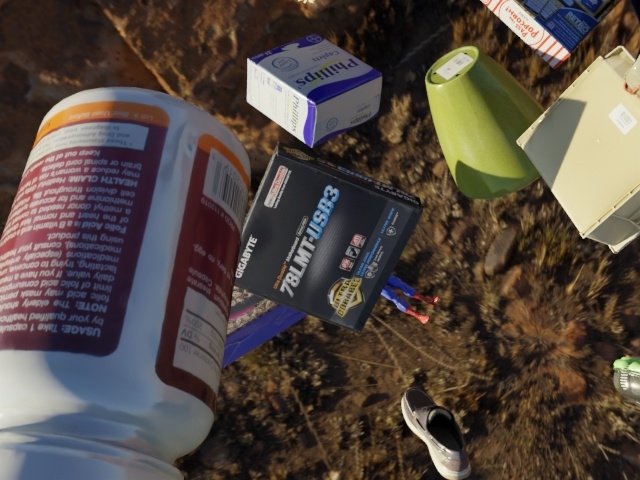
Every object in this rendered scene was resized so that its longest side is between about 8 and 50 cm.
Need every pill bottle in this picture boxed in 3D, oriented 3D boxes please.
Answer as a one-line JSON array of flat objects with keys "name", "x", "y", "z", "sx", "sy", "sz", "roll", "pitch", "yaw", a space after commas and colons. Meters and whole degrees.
[{"name": "pill bottle", "x": -0.197, "y": 0.074, "z": 0.689, "sx": 0.224, "sy": 0.224, "sz": 0.392, "roll": -4, "pitch": 58, "yaw": 16}]

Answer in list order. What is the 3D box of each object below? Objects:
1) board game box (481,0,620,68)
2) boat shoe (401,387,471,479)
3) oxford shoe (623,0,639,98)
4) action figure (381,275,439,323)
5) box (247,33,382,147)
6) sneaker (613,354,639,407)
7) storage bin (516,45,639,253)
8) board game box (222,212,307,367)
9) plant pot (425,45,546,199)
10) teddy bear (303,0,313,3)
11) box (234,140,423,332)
[{"name": "board game box", "x": 0.317, "y": -0.338, "z": 0.961, "sx": 0.147, "sy": 0.045, "sz": 0.193, "roll": 45, "pitch": 73, "yaw": 3}, {"name": "boat shoe", "x": 0.278, "y": 0.439, "z": 1.772, "sx": 0.103, "sy": 0.285, "sz": 0.092, "roll": -4, "pitch": 120, "yaw": -15}, {"name": "oxford shoe", "x": 0.439, "y": -0.176, "z": 0.906, "sx": 0.130, "sy": 0.123, "sz": 0.348, "roll": -8, "pitch": 87, "yaw": 14}, {"name": "action figure", "x": 0.163, "y": 0.095, "z": 1.833, "sx": 0.280, "sy": 0.139, "sz": 0.091, "roll": 28, "pitch": 68, "yaw": 3}, {"name": "box", "x": -0.009, "y": -0.204, "z": 0.993, "sx": 0.126, "sy": 0.072, "sz": 0.137, "roll": -30, "pitch": 54, "yaw": -32}, {"name": "sneaker", "x": 0.661, "y": 0.380, "z": 1.236, "sx": 0.483, "sy": 0.185, "sz": 0.202, "roll": 44, "pitch": 85, "yaw": -6}, {"name": "storage bin", "x": 0.533, "y": -0.166, "z": 1.341, "sx": 0.260, "sy": 0.123, "sz": 0.262, "roll": -49, "pitch": 45, "yaw": 31}, {"name": "board game box", "x": -0.204, "y": 0.092, "z": 1.661, "sx": 0.232, "sy": 0.141, "sz": 0.291, "roll": -32, "pitch": 64, "yaw": -5}, {"name": "plant pot", "x": 0.373, "y": -0.295, "z": 1.725, "sx": 0.275, "sy": 0.293, "sz": 0.274, "roll": -28, "pitch": 32, "yaw": 19}, {"name": "teddy bear", "x": 0.016, "y": -0.469, "z": 0.932, "sx": 0.113, "sy": 0.245, "sz": 0.338, "roll": 4, "pitch": 120, "yaw": -20}, {"name": "box", "x": 0.000, "y": 0.000, "z": 1.410, "sx": 0.293, "sy": 0.073, "sz": 0.295, "roll": 21, "pitch": 114, "yaw": -10}]
